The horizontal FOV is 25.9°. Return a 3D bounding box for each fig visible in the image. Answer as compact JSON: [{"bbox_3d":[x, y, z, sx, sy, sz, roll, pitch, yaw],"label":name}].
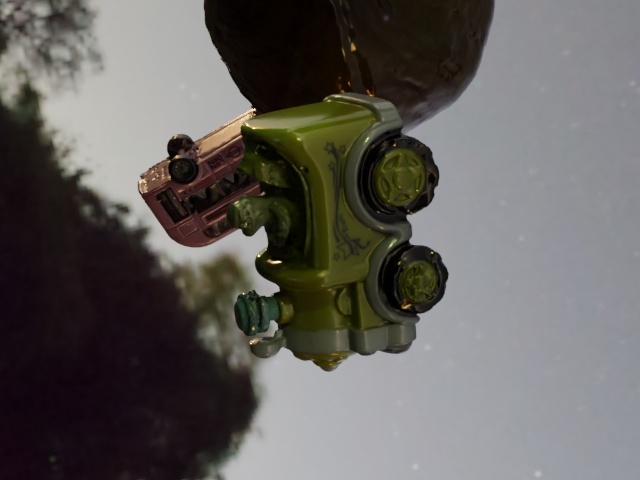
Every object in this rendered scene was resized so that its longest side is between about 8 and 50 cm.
[{"bbox_3d":[0.000,-0.172,0.799,0.190,0.191,0.290,66,10,26],"label":"fig"}]

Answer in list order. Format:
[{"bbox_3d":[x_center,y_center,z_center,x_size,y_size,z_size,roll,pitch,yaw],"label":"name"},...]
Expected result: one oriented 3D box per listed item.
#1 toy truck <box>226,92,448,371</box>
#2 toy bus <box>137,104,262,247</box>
[{"bbox_3d":[0.000,0.000,0.558,0.076,0.077,0.111,20,-62,62],"label":"toy truck"},{"bbox_3d":[-0.053,-0.072,1.181,0.090,0.203,0.063,57,8,-25],"label":"toy bus"}]
